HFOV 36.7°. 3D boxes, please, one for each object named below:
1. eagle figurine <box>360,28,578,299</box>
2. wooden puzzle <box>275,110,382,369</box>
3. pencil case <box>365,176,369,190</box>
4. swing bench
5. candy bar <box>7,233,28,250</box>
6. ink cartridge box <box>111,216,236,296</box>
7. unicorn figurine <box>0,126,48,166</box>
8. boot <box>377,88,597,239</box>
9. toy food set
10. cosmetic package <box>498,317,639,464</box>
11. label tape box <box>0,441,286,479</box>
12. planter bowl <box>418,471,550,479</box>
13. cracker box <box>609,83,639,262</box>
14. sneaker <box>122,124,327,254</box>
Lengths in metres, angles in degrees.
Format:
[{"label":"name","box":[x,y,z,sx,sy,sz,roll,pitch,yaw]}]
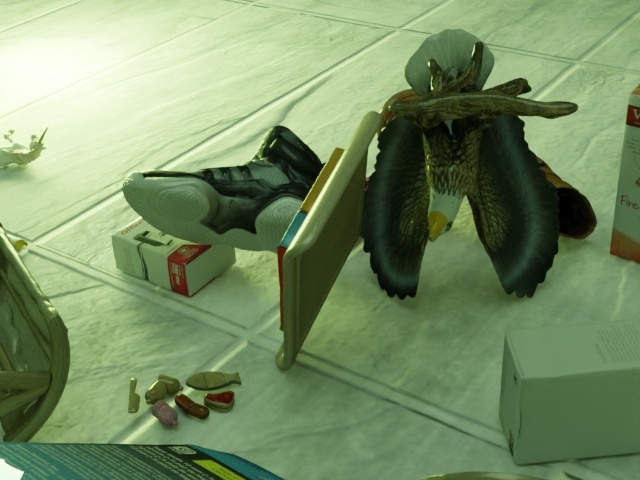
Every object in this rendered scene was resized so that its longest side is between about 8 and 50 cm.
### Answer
[{"label":"eagle figurine","box":[0.157,-0.069,1.129,0.225,0.298,0.226,-39,58,-17]},{"label":"wooden puzzle","box":[0.000,0.000,1.077,0.044,0.239,0.221,22,53,10]},{"label":"pencil case","box":[0.046,-0.042,1.321,0.209,0.095,0.098,-10,46,-7]},{"label":"swing bench","box":[-0.425,0.116,1.046,0.254,0.165,0.253,-14,32,-27]},{"label":"candy bar","box":[-0.458,0.036,1.309,0.040,0.018,0.161,12,34,18]},{"label":"ink cartridge box","box":[-0.196,0.011,1.286,0.135,0.056,0.099,18,38,30]},{"label":"unicorn figurine","box":[-0.516,-0.148,1.586,0.161,0.060,0.111,-28,37,-8]},{"label":"boot","box":[0.222,-0.092,1.278,0.283,0.109,0.220,30,9,-40]},{"label":"toy food set","box":[-0.147,0.175,1.055,0.122,0.019,0.078,1,31,-8]},{"label":"cosmetic package","box":[0.300,0.146,0.963,0.231,0.117,0.085,-3,31,-2]},{"label":"label tape box","box":[-0.116,0.258,0.779,0.249,0.115,0.347,20,0,37]},{"label":"planter bowl","box":[0.144,0.264,0.770,0.162,0.162,0.109,3,58,10]},{"label":"cracker box","box":[0.452,-0.071,1.187,0.155,0.232,0.067,18,37,32]},{"label":"sneaker","box":[-0.108,-0.074,1.239,0.268,0.101,0.153,12,54,4]}]
